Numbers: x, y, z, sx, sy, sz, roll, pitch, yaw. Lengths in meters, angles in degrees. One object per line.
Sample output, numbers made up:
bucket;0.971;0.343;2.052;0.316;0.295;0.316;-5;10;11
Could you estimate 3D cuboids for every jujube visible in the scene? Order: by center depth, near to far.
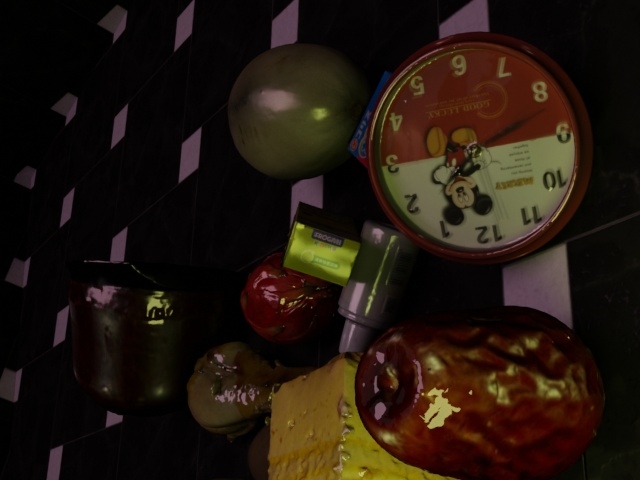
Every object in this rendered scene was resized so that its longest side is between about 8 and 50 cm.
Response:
jujube;0.190;0.179;1.079;0.223;0.318;0.223;-18;66;47

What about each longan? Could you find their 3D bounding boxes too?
longan;-0.027;0.366;1.513;0.189;0.189;0.189;-32;51;50

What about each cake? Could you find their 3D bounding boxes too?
cake;0.060;0.280;1.345;0.227;0.222;0.286;-28;53;50

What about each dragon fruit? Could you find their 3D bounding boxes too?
dragon fruit;-0.056;0.105;1.672;0.209;0.172;0.172;139;137;-59

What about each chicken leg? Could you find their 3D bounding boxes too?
chicken leg;-0.113;0.288;1.738;0.429;0.152;0.201;-11;80;50

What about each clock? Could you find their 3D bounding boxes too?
clock;0.212;-0.124;1.271;0.318;0.080;0.318;4;101;22

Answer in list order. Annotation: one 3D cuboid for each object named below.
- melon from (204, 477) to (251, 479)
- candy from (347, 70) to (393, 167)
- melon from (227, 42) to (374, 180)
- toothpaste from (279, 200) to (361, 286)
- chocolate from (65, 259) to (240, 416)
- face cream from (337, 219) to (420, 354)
melon;-0.174;0.538;1.609;0.329;0.248;0.249;-34;49;45
candy;0.168;-0.145;1.476;0.157;0.100;0.306;-65;31;18
melon;-0.039;-0.240;1.717;0.308;0.272;0.272;-31;51;42
toothpaste;0.000;0.000;1.551;0.327;0.110;0.077;-89;16;-82
chocolate;-0.378;0.213;1.998;0.383;0.383;0.331;-5;78;59
face cream;0.081;0.098;1.512;0.101;0.101;0.252;30;103;59
